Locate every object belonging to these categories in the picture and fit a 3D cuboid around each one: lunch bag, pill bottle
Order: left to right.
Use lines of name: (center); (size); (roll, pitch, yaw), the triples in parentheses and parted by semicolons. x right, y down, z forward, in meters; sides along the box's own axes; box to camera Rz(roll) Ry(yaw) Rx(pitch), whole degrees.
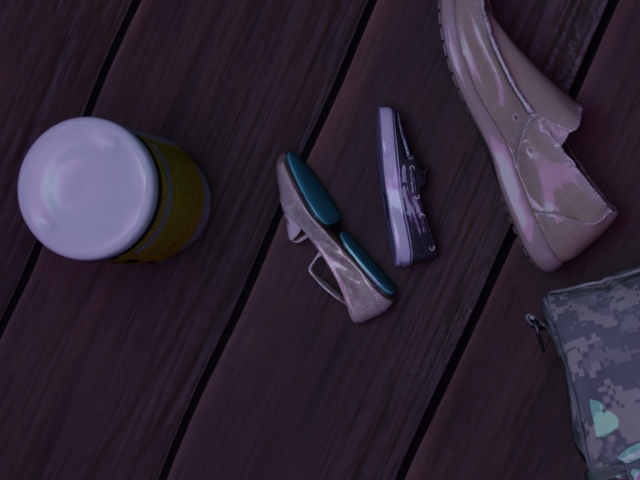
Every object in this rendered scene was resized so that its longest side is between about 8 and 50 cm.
pill bottle: (-0.169, -0.038, 1.568); (0.119, 0.208, 0.119); (-1, 88, 13)
lunch bag: (0.341, 0.120, 1.444); (0.305, 0.212, 0.256); (-18, 82, 9)

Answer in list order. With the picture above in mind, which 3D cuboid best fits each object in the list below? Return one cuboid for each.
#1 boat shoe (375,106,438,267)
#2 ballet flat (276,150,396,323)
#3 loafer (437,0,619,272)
boat shoe: (0.074, -0.048, 1.599); (0.040, 0.049, 0.142); (-7, 88, -6)
ballet flat: (0.000, 0.000, 1.608); (0.052, 0.057, 0.168); (-38, 80, 19)
loafer: (0.176, -0.109, 1.552); (0.092, 0.102, 0.268); (-21, 93, 10)
